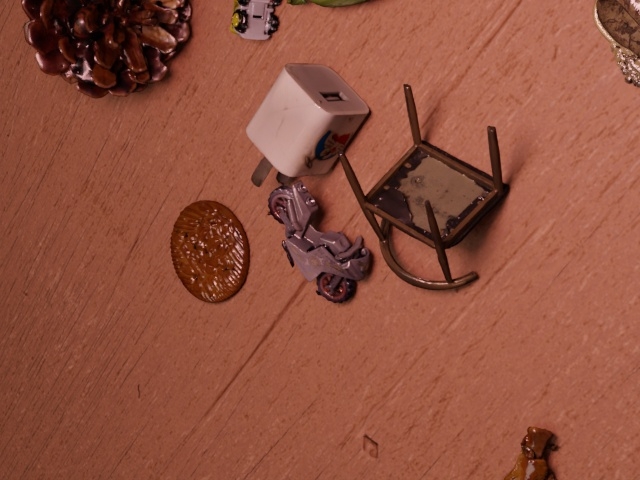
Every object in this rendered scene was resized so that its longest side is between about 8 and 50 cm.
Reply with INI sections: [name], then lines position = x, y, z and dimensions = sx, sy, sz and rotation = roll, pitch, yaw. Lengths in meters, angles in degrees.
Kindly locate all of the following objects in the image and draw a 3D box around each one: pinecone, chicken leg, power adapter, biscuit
[pinecone]
position = -0.375, -0.396, 1.912
dimensions = 0.296, 0.242, 0.298
rotation = 9, 96, 39
[chicken leg]
position = 0.301, 0.371, 1.595
dimensions = 0.101, 0.085, 0.207
rotation = -142, 63, -67
[power adapter]
position = -0.039, -0.165, 1.753
dimensions = 0.125, 0.130, 0.205
rotation = 49, 124, 22
[biscuit]
position = -0.202, 0.021, 1.975
dimensions = 0.188, 0.027, 0.187
rotation = 6, 100, 37

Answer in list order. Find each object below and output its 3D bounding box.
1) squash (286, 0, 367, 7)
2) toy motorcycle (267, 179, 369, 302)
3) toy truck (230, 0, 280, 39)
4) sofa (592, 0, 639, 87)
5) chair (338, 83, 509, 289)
[squash]
position = 0.091, -0.415, 1.632
dimensions = 0.379, 0.101, 0.101
rotation = -8, 92, 40
[toy motorcycle]
position = 0.000, 0.000, 1.763
dimensions = 0.122, 0.080, 0.215
rotation = -28, 97, 39
[toy truck]
position = -0.116, -0.391, 1.822
dimensions = 0.077, 0.076, 0.111
rotation = 28, 114, 54
[sofa]
position = 0.400, -0.262, 1.345
dimensions = 0.258, 0.200, 0.182
rotation = 52, 122, 19
[chair]
position = 0.158, -0.065, 1.603
dimensions = 0.188, 0.166, 0.272
rotation = 32, 158, 30
